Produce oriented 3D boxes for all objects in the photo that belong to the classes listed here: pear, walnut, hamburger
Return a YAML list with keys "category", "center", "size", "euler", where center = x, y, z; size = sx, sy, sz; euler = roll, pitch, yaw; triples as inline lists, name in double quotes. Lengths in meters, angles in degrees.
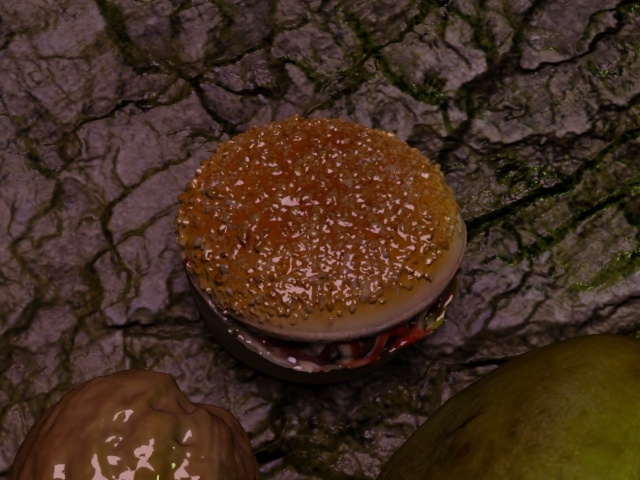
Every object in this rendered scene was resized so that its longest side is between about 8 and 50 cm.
- category: "pear"
  center: [0.205, 0.255, 1.249]
  size: [0.352, 0.352, 0.413]
  euler: [37, 36, 19]
- category: "walnut"
  center: [-0.168, 0.246, 1.302]
  size: [0.224, 0.257, 0.257]
  euler: [35, 51, -26]
- category: "hamburger"
  center: [0.000, 0.000, 1.515]
  size: [0.302, 0.170, 0.302]
  euler: [3, 54, -4]
